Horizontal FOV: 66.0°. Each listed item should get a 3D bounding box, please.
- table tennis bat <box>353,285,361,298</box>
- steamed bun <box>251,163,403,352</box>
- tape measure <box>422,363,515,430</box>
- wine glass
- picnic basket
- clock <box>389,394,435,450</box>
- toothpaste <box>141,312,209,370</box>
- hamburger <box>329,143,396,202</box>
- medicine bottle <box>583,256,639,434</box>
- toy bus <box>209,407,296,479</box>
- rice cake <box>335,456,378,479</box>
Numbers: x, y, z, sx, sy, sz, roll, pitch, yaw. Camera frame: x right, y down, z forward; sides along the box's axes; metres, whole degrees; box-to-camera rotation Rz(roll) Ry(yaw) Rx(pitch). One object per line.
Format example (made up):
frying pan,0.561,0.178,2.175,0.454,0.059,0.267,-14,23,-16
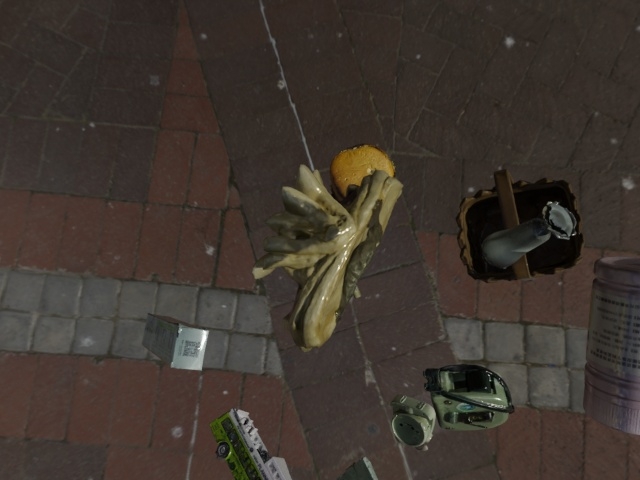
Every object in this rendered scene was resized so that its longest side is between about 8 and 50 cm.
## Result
table tennis bat,0.097,0.106,1.854,0.131,0.022,0.235,-18,79,-27
steamed bun,0.000,0.000,1.016,0.189,0.247,0.428,24,77,17
tape measure,0.382,0.402,1.251,0.206,0.235,0.115,-8,45,16
wine glass,0.362,-0.005,0.867,0.072,0.155,0.072,10,65,-21
picnic basket,0.485,-0.024,1.218,0.291,0.321,0.255,-11,79,26
clock,0.310,0.632,1.681,0.151,0.062,0.191,10,112,31
toothpaste,-0.322,0.210,1.064,0.067,0.336,0.081,14,80,-27
hamburger,0.112,-0.168,1.316,0.181,0.118,0.191,5,79,-1
medicine bottle,0.488,0.157,0.765,0.133,0.133,0.250,-1,99,1
toy bus,-0.194,0.621,1.397,0.139,0.113,0.302,-38,59,-3
rice cake,0.114,0.668,1.268,0.124,0.211,0.038,-41,121,9
